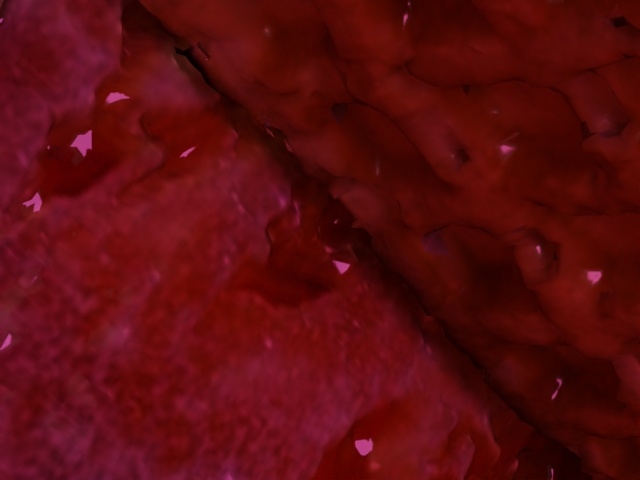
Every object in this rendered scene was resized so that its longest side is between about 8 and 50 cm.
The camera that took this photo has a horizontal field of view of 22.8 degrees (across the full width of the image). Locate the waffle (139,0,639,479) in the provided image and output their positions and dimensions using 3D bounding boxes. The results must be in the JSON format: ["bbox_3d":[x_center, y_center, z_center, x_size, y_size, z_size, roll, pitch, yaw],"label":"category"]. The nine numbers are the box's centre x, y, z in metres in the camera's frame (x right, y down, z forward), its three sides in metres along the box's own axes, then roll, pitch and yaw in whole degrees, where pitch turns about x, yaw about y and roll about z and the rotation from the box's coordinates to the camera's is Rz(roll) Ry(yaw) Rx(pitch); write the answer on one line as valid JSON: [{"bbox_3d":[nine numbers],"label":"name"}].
[{"bbox_3d":[0.121,-0.007,0.406,0.308,0.212,0.091,48,57,-31],"label":"waffle"}]

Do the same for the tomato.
[{"bbox_3d":[-0.010,-0.004,0.522,0.338,0.143,0.338,0,91,-41],"label":"tomato"}]
